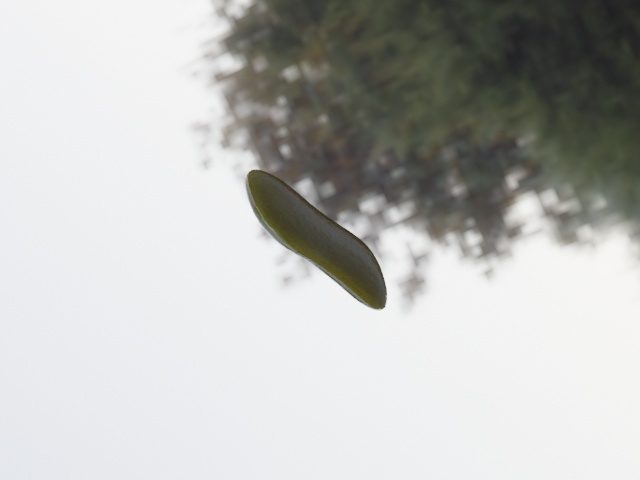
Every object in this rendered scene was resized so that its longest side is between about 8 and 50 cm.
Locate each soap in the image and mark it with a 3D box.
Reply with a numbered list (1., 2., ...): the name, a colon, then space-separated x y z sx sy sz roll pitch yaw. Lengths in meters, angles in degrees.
1. soap: 0.000 0.000 0.718 0.089 0.012 0.034 35 -151 -49
